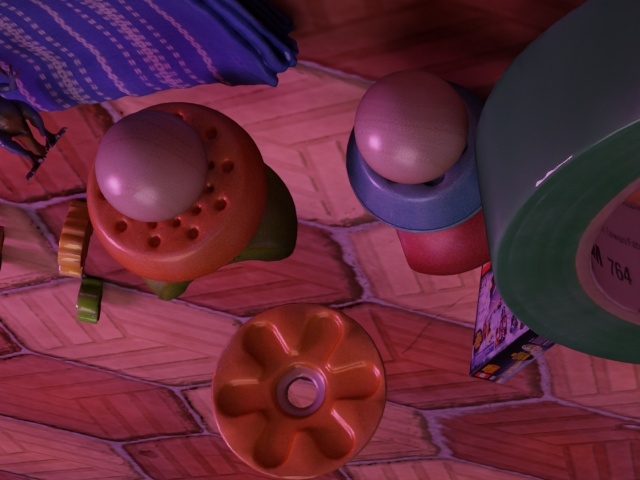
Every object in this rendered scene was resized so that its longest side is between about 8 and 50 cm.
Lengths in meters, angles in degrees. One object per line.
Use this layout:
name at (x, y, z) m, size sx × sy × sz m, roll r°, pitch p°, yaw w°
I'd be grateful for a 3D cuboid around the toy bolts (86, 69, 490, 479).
toy bolts at (0.000, 0.000, 1.059) m, size 0.229 × 0.218 × 0.158 m, roll -24°, pitch 162°, yaw 4°

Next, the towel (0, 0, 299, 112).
towel at (-0.206, -0.130, 1.083) m, size 0.336 × 0.040 × 0.243 m, roll -7°, pitch 152°, yaw 35°

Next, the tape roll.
tape roll at (0.240, -0.036, 0.980) m, size 0.321 × 0.077 × 0.321 m, roll -5°, pitch 152°, yaw -2°

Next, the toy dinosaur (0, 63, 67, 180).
toy dinosaur at (-0.193, -0.071, 1.133) m, size 0.082 × 0.047 × 0.090 m, roll 37°, pitch 163°, yaw -9°

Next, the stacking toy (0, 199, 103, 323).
stacking toy at (-0.249, 0.018, 1.443) m, size 0.167 × 0.052 × 0.221 m, roll 10°, pitch 159°, yaw -1°

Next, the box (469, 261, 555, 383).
box at (0.135, 0.029, 1.262) m, size 0.027 × 0.094 × 0.137 m, roll 14°, pitch 157°, yaw -11°
